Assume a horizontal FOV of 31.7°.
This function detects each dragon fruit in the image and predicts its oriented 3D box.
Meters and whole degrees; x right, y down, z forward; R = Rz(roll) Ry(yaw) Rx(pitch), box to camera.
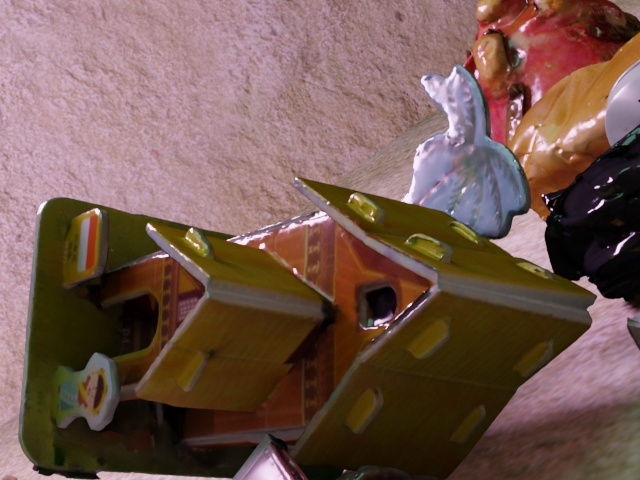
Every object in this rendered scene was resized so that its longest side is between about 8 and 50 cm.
[{"bbox_3d":[0.297,-0.218,1.484,0.314,0.263,0.296,-32,8,9],"label":"dragon fruit"}]

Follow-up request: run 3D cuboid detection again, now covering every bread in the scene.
[{"bbox_3d":[0.332,-0.128,1.185,0.294,0.132,0.167,-24,27,52],"label":"bread"}]

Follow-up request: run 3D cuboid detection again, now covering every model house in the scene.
[{"bbox_3d":[0.000,0.000,0.809,0.300,0.340,0.323,14,-19,-39],"label":"model house"}]

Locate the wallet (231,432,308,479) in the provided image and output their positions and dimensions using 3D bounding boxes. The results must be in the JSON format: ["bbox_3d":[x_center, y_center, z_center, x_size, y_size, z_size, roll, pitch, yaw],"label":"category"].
[{"bbox_3d":[-0.077,0.231,0.648,0.232,0.025,0.119,-53,26,3],"label":"wallet"}]

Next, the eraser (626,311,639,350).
[{"bbox_3d":[0.311,0.011,0.718,0.225,0.052,0.095,-35,9,-11],"label":"eraser"}]

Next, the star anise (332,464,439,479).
[{"bbox_3d":[-0.021,0.215,0.725,0.230,0.081,0.262,-44,9,4],"label":"star anise"}]

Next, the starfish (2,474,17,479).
[{"bbox_3d":[-0.333,0.352,1.072,0.398,0.132,0.383,-23,8,40],"label":"starfish"}]

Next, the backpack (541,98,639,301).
[{"bbox_3d":[0.255,-0.037,0.829,0.206,0.133,0.258,-37,-5,9],"label":"backpack"}]

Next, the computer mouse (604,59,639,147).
[{"bbox_3d":[0.384,-0.144,0.965,0.288,0.159,0.097,-30,33,17],"label":"computer mouse"}]
